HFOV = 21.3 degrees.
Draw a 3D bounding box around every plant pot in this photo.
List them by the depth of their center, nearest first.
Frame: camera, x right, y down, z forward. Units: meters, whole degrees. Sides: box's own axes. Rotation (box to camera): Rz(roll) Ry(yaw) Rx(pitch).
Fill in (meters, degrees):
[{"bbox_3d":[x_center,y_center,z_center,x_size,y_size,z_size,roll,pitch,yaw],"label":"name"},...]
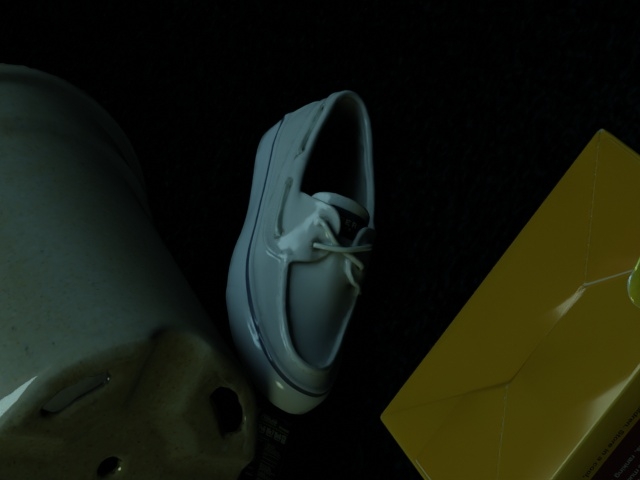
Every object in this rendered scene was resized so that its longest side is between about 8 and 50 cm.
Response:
[{"bbox_3d":[-0.210,0.087,1.229,0.334,0.334,0.305,-55,45,8],"label":"plant pot"}]

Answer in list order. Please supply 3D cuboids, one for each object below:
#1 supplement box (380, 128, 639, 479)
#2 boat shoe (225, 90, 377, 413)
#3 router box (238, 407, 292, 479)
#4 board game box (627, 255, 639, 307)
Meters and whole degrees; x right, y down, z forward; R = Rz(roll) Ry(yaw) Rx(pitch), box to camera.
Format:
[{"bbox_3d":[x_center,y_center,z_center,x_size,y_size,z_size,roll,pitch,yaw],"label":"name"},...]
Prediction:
[{"bbox_3d":[0.176,0.086,0.865,0.191,0.194,0.129,-54,33,9],"label":"supplement box"},{"bbox_3d":[0.000,0.000,1.259,0.088,0.096,0.267,-36,32,39],"label":"boat shoe"},{"bbox_3d":[-0.082,0.176,1.275,0.122,0.038,0.092,-10,57,49],"label":"router box"},{"bbox_3d":[0.270,0.027,0.744,0.124,0.259,0.039,-65,5,-7],"label":"board game box"}]
